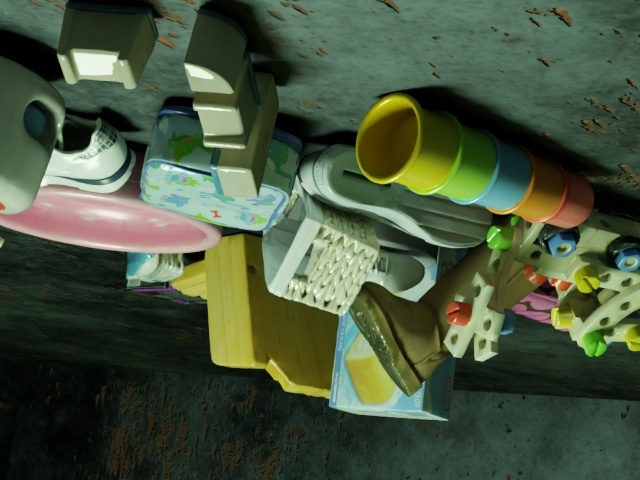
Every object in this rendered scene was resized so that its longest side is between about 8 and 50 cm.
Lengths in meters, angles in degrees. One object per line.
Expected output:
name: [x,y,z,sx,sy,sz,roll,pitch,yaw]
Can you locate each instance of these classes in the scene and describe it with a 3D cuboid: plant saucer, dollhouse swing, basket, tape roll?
plant saucer: [-0.290,-0.058,1.888,0.332,0.084,0.332,6,169,1]
dollhouse swing: [-0.055,0.161,2.341,0.347,0.315,0.305,14,146,-33]
basket: [0.000,0.000,1.722,0.103,0.113,0.167,22,-159,-15]
tape roll: [0.051,-0.015,1.918,0.219,0.072,0.219,8,168,2]

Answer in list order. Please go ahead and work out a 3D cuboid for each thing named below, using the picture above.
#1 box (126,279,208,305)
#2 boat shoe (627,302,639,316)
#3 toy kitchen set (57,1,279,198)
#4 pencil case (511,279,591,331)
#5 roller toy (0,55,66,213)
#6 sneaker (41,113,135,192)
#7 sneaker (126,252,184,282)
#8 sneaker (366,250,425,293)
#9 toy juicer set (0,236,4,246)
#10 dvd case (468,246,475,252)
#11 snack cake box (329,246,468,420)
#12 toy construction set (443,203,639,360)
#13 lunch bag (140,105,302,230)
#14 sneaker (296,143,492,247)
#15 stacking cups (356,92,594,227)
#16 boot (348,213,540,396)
box: [-0.269,0.094,2.718,0.116,0.029,0.162,-4,163,44]
boat shoe: [0.619,0.144,2.295,0.285,0.104,0.089,19,171,-6]
toy kitchen set: [-0.141,-0.153,1.370,0.166,0.122,0.207,5,148,10]
pencil case: [0.308,0.079,2.102,0.209,0.095,0.098,13,-159,-37]
roller toy: [-0.368,-0.123,1.477,0.191,0.146,0.209,25,166,-31]
sneaker: [-0.338,-0.115,1.692,0.235,0.090,0.095,-1,154,17]
sneaker: [-0.259,0.020,2.257,0.092,0.087,0.229,1,176,-7]
sneaker: [0.058,0.034,1.843,0.152,0.053,0.061,6,165,5]
toy juicer set: [-0.578,-0.053,2.118,0.209,0.089,0.329,31,164,-18]
dvd case: [0.277,0.026,2.121,0.119,0.013,0.087,5,168,15]
snack cake box: [0.112,0.116,2.027,0.152,0.264,0.089,-1,165,33]
toy construction set: [0.293,0.052,1.770,0.328,0.151,0.215,0,138,-36]
lunch bag: [-0.115,-0.080,1.650,0.176,0.090,0.219,14,166,-6]
sneaker: [0.089,-0.060,1.690,0.258,0.094,0.091,22,178,-32]
stacking cups: [0.179,-0.067,1.540,0.316,0.096,0.096,18,163,-41]
boot: [0.170,0.050,1.816,0.089,0.269,0.236,45,170,33]
